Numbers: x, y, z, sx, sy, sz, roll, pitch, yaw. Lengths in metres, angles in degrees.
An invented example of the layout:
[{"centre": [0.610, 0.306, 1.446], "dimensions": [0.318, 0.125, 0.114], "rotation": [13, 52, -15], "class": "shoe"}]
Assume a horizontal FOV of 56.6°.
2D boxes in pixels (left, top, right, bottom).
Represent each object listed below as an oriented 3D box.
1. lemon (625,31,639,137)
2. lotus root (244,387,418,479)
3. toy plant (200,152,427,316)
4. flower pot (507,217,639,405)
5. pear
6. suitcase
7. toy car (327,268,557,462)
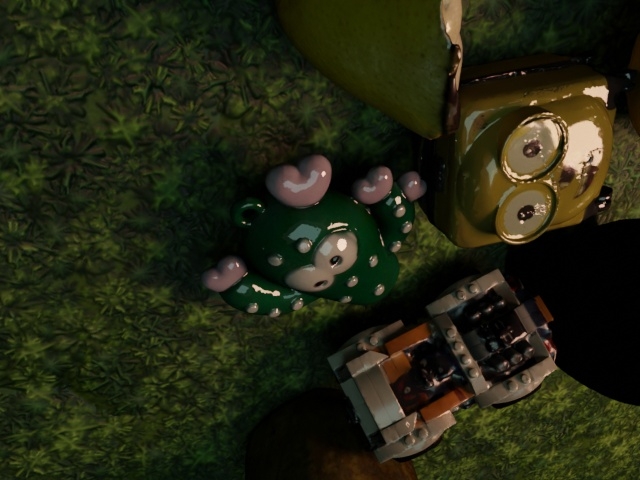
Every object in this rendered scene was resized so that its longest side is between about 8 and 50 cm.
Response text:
[{"centre": [0.482, -0.181, 0.655], "dimensions": [0.320, 0.245, 0.245], "rotation": [-9, 126, -35], "class": "lemon"}, {"centre": [0.032, 0.400, 0.823], "dimensions": [0.251, 0.346, 0.250], "rotation": [-9, 132, -11], "class": "lotus root"}, {"centre": [-0.004, 0.003, 0.685], "dimensions": [0.243, 0.112, 0.232], "rotation": [4, 130, -27], "class": "toy plant"}, {"centre": [0.416, 0.073, 0.821], "dimensions": [0.166, 0.269, 0.269], "rotation": [-32, 129, -21], "class": "flower pot"}, {"centre": [0.046, -0.225, 0.528], "dimensions": [0.178, 0.267, 0.266], "rotation": [6, 126, 15], "class": "pear"}, {"centre": [0.228, -0.101, 0.680], "dimensions": [0.235, 0.143, 0.193], "rotation": [-13, 125, -11], "class": "suitcase"}, {"centre": [0.164, 0.156, 0.795], "dimensions": [0.301, 0.193, 0.118], "rotation": [-27, 167, 0], "class": "toy car"}]
